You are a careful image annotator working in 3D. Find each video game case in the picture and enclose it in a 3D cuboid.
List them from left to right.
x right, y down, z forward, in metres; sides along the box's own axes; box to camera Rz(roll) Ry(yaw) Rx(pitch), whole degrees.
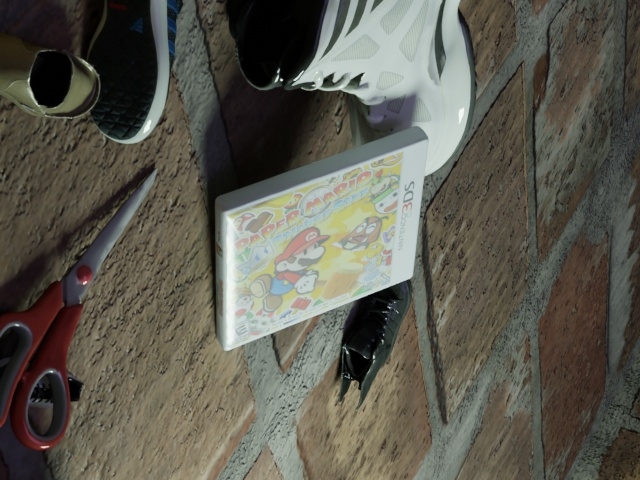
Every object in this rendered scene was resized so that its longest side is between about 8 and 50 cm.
[{"bbox_3d":[0.000,0.000,1.659,0.227,0.026,0.206,-20,141,-21],"label":"video game case"}]

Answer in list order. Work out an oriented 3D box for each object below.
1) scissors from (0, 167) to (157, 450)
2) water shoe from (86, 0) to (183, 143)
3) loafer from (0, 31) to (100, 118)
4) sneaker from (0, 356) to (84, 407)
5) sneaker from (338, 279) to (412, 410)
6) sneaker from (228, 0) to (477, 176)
[{"bbox_3d":[-0.212,0.036,1.378,0.109,0.021,0.297,40,56,-36],"label":"scissors"},{"bbox_3d":[-0.134,-0.175,1.324,0.080,0.073,0.203,-35,140,-57],"label":"water shoe"},{"bbox_3d":[-0.204,-0.118,1.245,0.148,0.050,0.056,9,101,-66],"label":"loafer"},{"bbox_3d":[-0.237,0.119,1.376,0.109,0.044,0.040,-6,116,-62],"label":"sneaker"},{"bbox_3d":[0.063,0.115,2.016,0.089,0.051,0.170,-39,145,-58],"label":"sneaker"},{"bbox_3d":[0.015,-0.185,1.608,0.257,0.169,0.447,-30,149,-24],"label":"sneaker"}]
